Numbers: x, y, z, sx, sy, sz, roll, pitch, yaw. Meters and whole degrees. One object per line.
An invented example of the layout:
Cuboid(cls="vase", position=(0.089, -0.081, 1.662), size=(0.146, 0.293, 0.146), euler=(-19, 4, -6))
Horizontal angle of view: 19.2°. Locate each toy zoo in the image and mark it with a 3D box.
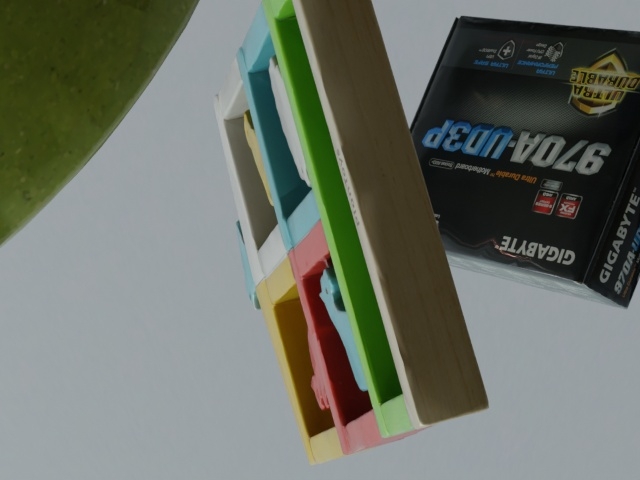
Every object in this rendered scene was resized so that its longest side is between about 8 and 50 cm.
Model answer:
Cuboid(cls="toy zoo", position=(0.000, 0.000, 0.845), size=(0.030, 0.293, 0.192), euler=(-14, -98, -12))

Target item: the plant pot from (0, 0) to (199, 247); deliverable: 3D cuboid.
Cuboid(cls="plant pot", position=(-0.217, -0.150, 0.554), size=(0.274, 0.293, 0.275), euler=(-24, -138, 24))

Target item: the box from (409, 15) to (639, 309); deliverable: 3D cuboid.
Cuboid(cls="box", position=(0.147, -0.059, 1.283), size=(0.220, 0.051, 0.175), euler=(15, -100, 51))
